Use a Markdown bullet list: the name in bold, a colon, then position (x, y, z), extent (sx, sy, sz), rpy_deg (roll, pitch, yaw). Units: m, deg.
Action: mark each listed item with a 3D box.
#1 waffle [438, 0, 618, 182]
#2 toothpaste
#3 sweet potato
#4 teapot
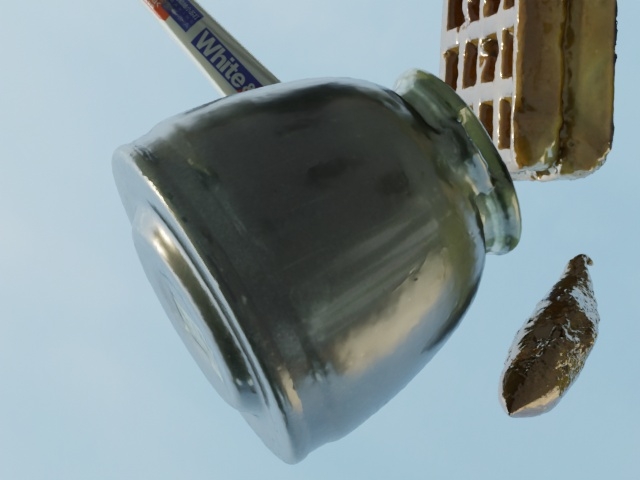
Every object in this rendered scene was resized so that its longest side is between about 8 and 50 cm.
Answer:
- **waffle**: position (0.183, -0.214, 1.617), extent (0.098, 0.224, 0.327), rpy_deg (2, -90, -17)
- **toothpaste**: position (-0.077, -0.142, 1.407), extent (0.052, 0.033, 0.218), rpy_deg (-44, -100, 6)
- **sweet potato**: position (0.172, 0.070, 1.314), extent (0.060, 0.068, 0.206), rpy_deg (53, -148, -16)
- **teapot**: position (0.012, 0.015, 1.247), extent (0.239, 0.321, 0.239), rpy_deg (-29, -116, -13)
